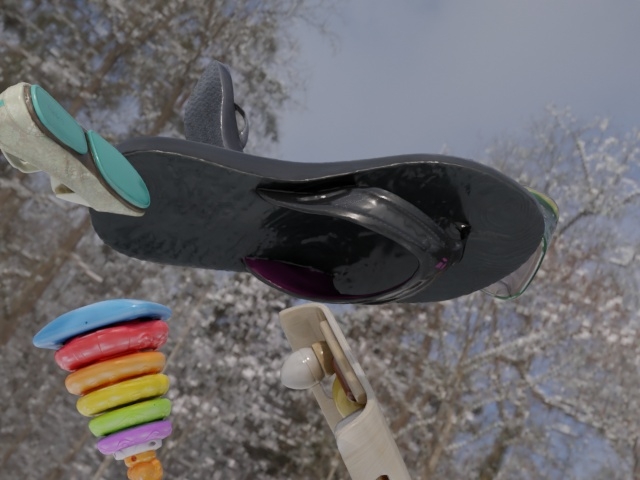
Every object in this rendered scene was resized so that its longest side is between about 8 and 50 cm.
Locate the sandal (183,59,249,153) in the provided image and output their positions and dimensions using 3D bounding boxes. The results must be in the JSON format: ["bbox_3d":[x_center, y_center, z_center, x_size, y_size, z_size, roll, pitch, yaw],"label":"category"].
[{"bbox_3d":[-0.130,-0.128,1.313,0.054,0.254,0.097,16,-41,-37],"label":"sandal"}]

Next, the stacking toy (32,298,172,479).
[{"bbox_3d":[-0.265,0.240,1.370,0.175,0.302,0.166,-18,-10,3],"label":"stacking toy"}]

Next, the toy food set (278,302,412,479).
[{"bbox_3d":[0.030,0.228,1.156,0.306,0.092,0.220,-120,-174,-66],"label":"toy food set"}]

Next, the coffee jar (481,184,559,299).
[{"bbox_3d":[0.223,-0.003,1.133,0.079,0.184,0.096,28,-68,9],"label":"coffee jar"}]

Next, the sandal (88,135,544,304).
[{"bbox_3d":[-0.002,0.002,0.958,0.445,0.107,0.168,4,-55,-4],"label":"sandal"}]

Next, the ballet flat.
[{"bbox_3d":[-0.183,-0.059,0.706,0.052,0.057,0.168,-24,-31,10],"label":"ballet flat"}]
